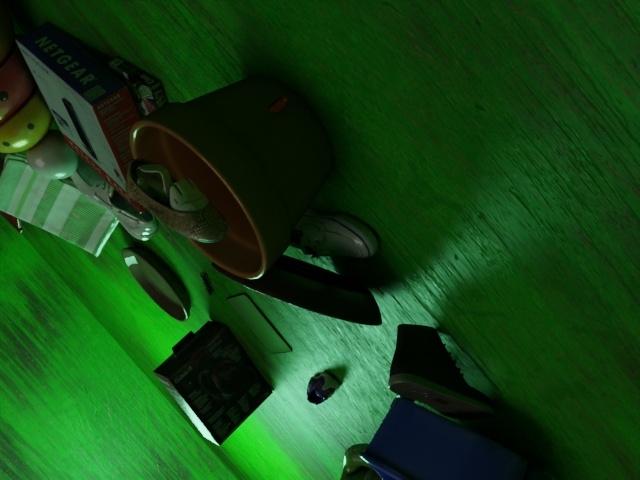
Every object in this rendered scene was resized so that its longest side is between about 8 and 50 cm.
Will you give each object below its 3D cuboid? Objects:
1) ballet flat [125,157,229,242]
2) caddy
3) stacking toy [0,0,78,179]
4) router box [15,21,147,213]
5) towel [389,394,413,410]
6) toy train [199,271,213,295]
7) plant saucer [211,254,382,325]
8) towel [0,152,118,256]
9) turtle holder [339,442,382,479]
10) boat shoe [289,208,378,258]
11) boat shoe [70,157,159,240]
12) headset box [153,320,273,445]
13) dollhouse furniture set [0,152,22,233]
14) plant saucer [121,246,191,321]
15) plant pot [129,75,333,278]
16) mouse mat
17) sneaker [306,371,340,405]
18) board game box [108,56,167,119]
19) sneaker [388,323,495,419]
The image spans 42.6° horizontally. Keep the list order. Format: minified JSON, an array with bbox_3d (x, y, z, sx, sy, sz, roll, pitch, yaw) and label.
[{"bbox_3d":[-0.210,-0.063,1.162,0.206,0.073,0.067,26,133,33],"label":"ballet flat"},{"bbox_3d":[0.228,0.422,1.439,0.341,0.179,0.241,19,165,43],"label":"caddy"},{"bbox_3d":[-0.719,-0.322,1.859,0.350,0.351,0.480,16,154,49],"label":"stacking toy"},{"bbox_3d":[-0.477,-0.259,1.730,0.335,0.082,0.301,38,155,35],"label":"router box"},{"bbox_3d":[0.166,0.295,1.568,0.029,0.067,0.119,42,155,15],"label":"towel"},{"bbox_3d":[-0.293,0.110,2.104,0.023,0.017,0.083,42,157,38],"label":"toy train"},{"bbox_3d":[-0.033,0.070,1.413,0.310,0.050,0.310,19,-175,-2],"label":"plant saucer"},{"bbox_3d":[-0.704,-0.093,2.193,0.324,0.038,0.248,26,135,-16],"label":"towel"},{"bbox_3d":[0.152,0.588,1.889,0.227,0.243,0.321,11,99,31],"label":"turtle holder"},{"bbox_3d":[0.000,0.000,1.388,0.226,0.076,0.083,16,141,49],"label":"boat shoe"},{"bbox_3d":[-0.500,-0.122,2.010,0.277,0.098,0.096,39,150,6],"label":"boat shoe"},{"bbox_3d":[-0.303,0.383,2.286,0.110,0.218,0.293,7,135,55],"label":"headset box"},{"bbox_3d":[-0.817,-0.215,2.271,0.152,0.201,0.374,41,149,14],"label":"dollhouse furniture set"},{"bbox_3d":[-0.470,0.121,2.382,0.277,0.041,0.278,36,154,21],"label":"plant saucer"},{"bbox_3d":[-0.120,-0.116,1.256,0.290,0.203,0.291,36,154,21],"label":"plant pot"},{"bbox_3d":[-0.154,0.209,2.038,0.190,0.007,0.152,53,155,-9],"label":"mouse mat"},{"bbox_3d":[-0.011,0.360,1.952,0.068,0.071,0.170,44,156,8],"label":"sneaker"},{"bbox_3d":[-0.337,-0.236,1.644,0.136,0.030,0.260,34,153,32],"label":"board game box"},{"bbox_3d":[0.215,0.222,1.389,0.222,0.118,0.083,28,145,-28],"label":"sneaker"}]
